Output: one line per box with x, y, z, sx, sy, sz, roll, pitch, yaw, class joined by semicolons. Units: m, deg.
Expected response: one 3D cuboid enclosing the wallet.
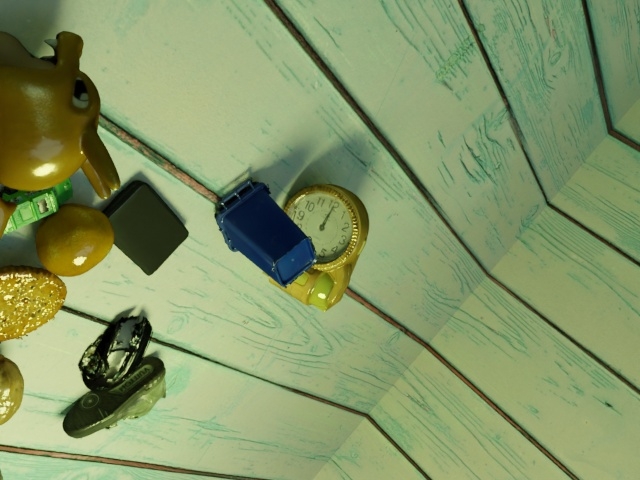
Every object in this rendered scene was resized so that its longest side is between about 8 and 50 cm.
-0.392;-0.026;1.681;0.149;0.044;0.250;-47;147;-9;wallet

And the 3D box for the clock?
0.000;0.000;2.005;0.317;0.244;0.200;-65;165;16;clock

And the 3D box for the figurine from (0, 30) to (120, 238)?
-0.534;-0.149;1.177;0.386;0.268;0.401;-13;124;-24;figurine

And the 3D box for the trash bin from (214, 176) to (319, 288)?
-0.131;-0.017;1.817;0.162;0.234;0.184;-39;147;-14;trash bin

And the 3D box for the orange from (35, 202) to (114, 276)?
-0.491;-0.004;1.495;0.159;0.159;0.136;-41;104;-11;orange

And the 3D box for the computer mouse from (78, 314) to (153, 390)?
-0.495;0.285;1.849;0.242;0.077;0.146;-56;149;11;computer mouse

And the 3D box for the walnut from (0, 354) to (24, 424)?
-0.703;0.313;1.577;0.166;0.149;0.167;-7;118;-14;walnut

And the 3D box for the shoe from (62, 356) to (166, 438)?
-0.514;0.436;1.947;0.293;0.109;0.149;-36;140;-27;shoe

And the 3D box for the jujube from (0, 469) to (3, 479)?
-0.784;0.480;1.526;0.226;0.226;0.317;-39;142;-15;jujube

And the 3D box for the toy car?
-0.545;-0.075;1.424;0.165;0.062;0.071;-29;142;-28;toy car

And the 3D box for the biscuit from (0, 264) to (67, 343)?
-0.636;0.135;1.505;0.253;0.035;0.254;-22;150;-13;biscuit
